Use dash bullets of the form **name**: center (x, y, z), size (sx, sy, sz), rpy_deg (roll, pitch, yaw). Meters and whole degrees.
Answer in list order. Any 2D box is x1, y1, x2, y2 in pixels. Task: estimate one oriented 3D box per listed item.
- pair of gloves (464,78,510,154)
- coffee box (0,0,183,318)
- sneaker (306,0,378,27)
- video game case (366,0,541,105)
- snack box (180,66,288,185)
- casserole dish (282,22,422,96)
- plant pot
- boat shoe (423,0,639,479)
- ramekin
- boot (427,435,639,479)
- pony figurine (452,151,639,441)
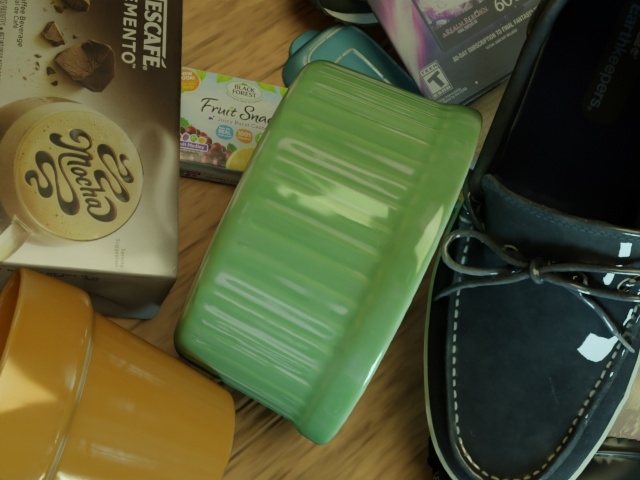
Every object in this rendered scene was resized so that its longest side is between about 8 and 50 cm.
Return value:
- **pair of gloves**: center (0.199, -0.206, 1.165), size (0.204, 0.042, 0.240), rpy_deg (-26, 101, 9)
- **coffee box**: center (-0.212, -0.094, 1.008), size (0.168, 0.119, 0.297), rpy_deg (6, 67, -17)
- **sneaker**: center (0.088, -0.306, 1.206), size (0.271, 0.108, 0.100), rpy_deg (-27, 65, -28)
- **video game case**: center (0.127, -0.284, 1.125), size (0.196, 0.026, 0.274), rpy_deg (-31, 95, 4)
- **snack box**: center (-0.079, -0.104, 1.110), size (0.141, 0.037, 0.100), rpy_deg (9, 65, -18)
- **casserole dish**: center (0.048, -0.148, 1.177), size (0.188, 0.037, 0.114), rpy_deg (46, 61, 1)
- **plant pot**: center (-0.175, 0.147, 0.884), size (0.188, 0.205, 0.205), rpy_deg (22, 63, -19)
- **boat shoe**: center (0.187, -0.008, 0.899), size (0.187, 0.500, 0.156), rpy_deg (20, 18, 14)
- **ramekin**: center (0.000, 0.000, 0.957), size (0.148, 0.303, 0.303), rpy_deg (26, 62, -1)
- **boot**: center (0.209, 0.280, 1.030), size (0.246, 0.094, 0.207), rpy_deg (6, 63, -11)
- **pony figurine**: center (0.320, -0.016, 1.090), size (0.351, 0.363, 0.303), rpy_deg (46, 52, -17)
